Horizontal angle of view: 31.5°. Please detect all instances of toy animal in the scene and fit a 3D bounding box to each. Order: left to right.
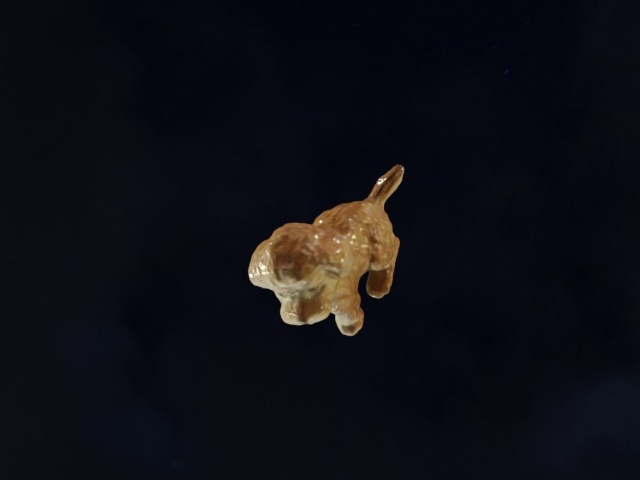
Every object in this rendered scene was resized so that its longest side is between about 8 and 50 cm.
[{"bbox_3d":[0.012,-0.006,1.106,0.104,0.185,0.184,25,-87,27],"label":"toy animal"}]
